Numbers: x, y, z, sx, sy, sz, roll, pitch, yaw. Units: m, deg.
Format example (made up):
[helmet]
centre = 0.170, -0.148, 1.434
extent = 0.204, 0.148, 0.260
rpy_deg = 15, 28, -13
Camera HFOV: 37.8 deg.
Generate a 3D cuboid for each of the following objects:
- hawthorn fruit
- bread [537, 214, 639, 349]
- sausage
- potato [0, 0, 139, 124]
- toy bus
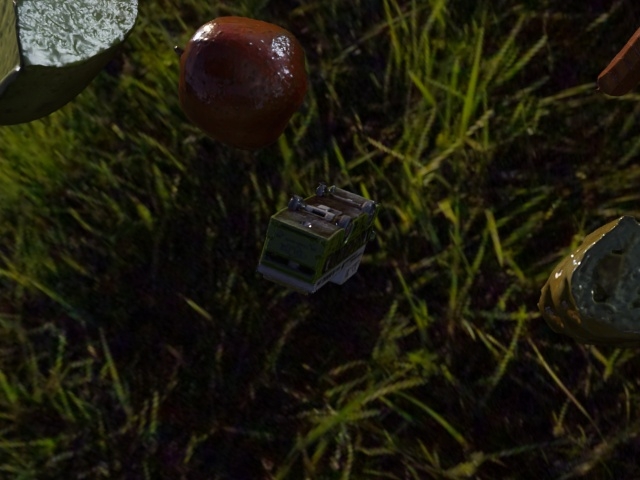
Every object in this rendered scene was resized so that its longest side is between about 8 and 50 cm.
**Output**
[hawthorn fruit]
centre = -0.172, -0.334, 1.929
extent = 0.299, 0.275, 0.275
rpy_deg = 26, 72, 3
[bread]
centre = 0.481, 0.075, 1.485
extent = 0.238, 0.252, 0.196
rpy_deg = -44, 79, 2
[sausage]
centre = 0.534, -0.303, 1.607
extent = 0.065, 0.169, 0.065
rpy_deg = 7, 62, -13
[potato]
centre = -0.450, -0.311, 1.496
extent = 0.280, 0.212, 0.330
rpy_deg = -34, 57, 39
[toy bus]
centre = 0.000, 0.000, 1.433
extent = 0.113, 0.301, 0.139
rpy_deg = 21, 106, 13
